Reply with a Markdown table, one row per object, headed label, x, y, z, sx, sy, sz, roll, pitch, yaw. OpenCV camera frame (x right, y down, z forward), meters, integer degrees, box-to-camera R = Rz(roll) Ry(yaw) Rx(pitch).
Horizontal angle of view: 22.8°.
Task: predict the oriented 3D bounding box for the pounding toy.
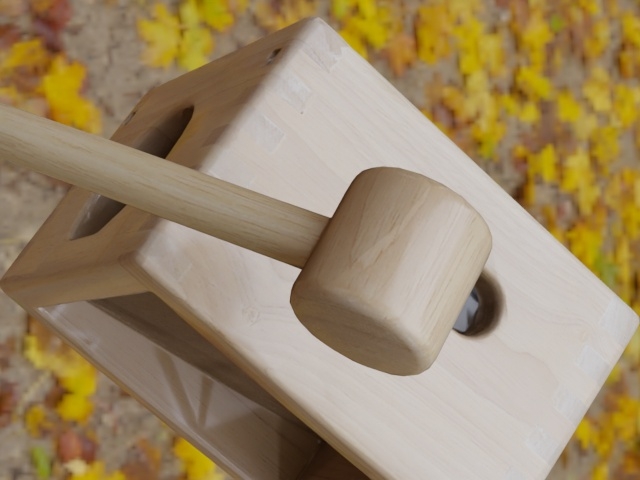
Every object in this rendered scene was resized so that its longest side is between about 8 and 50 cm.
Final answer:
| label | x | y | z | sx | sy | sz | roll | pitch | yaw |
| --- | --- | --- | --- | --- | --- | --- | --- | --- | --- |
| pounding toy | -0.004 | -0.006 | 0.418 | 0.181 | 0.206 | 0.094 | 42 | 69 | -17 |
